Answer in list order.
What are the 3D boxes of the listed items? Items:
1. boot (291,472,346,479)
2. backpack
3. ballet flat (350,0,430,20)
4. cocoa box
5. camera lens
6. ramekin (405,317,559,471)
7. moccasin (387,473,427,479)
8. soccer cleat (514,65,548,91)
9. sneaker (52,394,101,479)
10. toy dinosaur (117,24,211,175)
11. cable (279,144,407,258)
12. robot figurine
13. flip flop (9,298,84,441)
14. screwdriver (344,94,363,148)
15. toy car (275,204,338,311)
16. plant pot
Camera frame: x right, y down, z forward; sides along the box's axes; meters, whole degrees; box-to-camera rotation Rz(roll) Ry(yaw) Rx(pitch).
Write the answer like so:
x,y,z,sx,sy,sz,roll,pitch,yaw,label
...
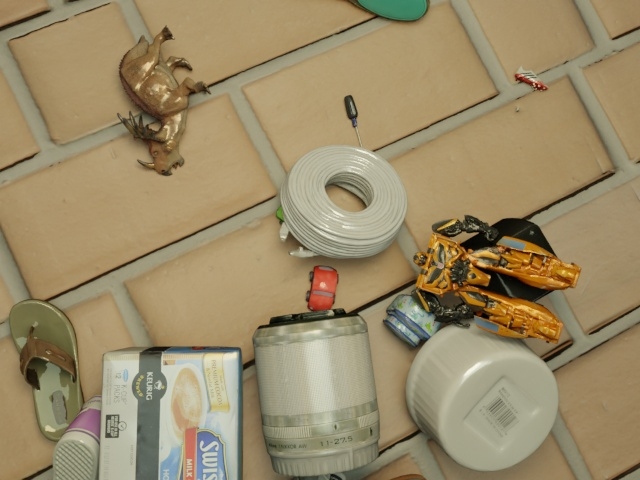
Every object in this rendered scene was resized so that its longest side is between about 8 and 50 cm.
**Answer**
x,y,z,sx,sy,sz,roll,pitch,yaw,label
-0.003,0.463,1.072,0.123,0.258,0.095,-44,100,-14,boot
0.186,0.164,1.211,0.105,0.114,0.084,40,79,-1,backpack
0.079,-0.587,1.323,0.348,0.123,0.123,13,80,-7,ballet flat
-0.252,0.365,1.067,0.227,0.231,0.348,0,81,-6,cocoa box
-0.007,0.272,1.118,0.219,0.219,0.275,-6,82,-8,camera lens
0.314,0.300,1.147,0.276,0.135,0.278,-3,105,-13,ramekin
0.055,0.574,1.126,0.380,0.147,0.139,-41,81,-5,moccasin
0.486,-0.371,1.373,0.083,0.029,0.036,24,83,2,soccer cleat
-0.430,0.411,1.105,0.102,0.161,0.282,21,114,-9,sneaker
-0.344,-0.301,1.219,0.200,0.127,0.296,-33,81,-4,toy dinosaur
0.047,-0.083,1.204,0.256,0.089,0.257,5,57,-11,cable
0.306,0.071,1.096,0.290,0.085,0.211,17,92,19,robot figurine
-0.517,0.243,1.131,0.112,0.080,0.277,-13,83,-9,flip flop
0.079,-0.235,1.307,0.025,0.024,0.170,-8,83,-38,screwdriver
0.000,0.000,1.244,0.225,0.053,0.239,42,79,0,toy car
0.385,0.061,1.225,0.188,0.167,0.188,-29,85,-9,plant pot
